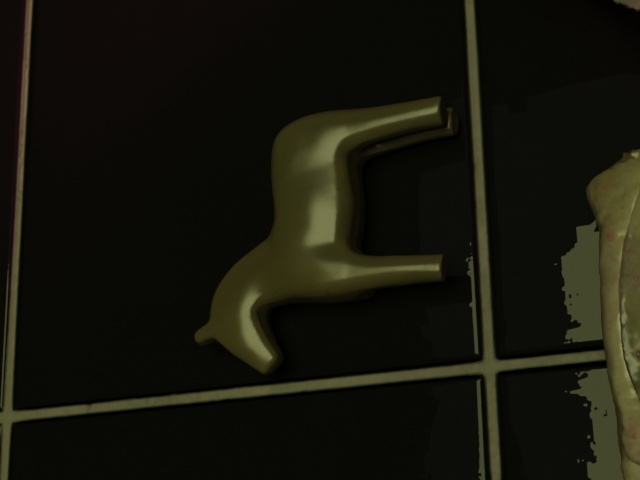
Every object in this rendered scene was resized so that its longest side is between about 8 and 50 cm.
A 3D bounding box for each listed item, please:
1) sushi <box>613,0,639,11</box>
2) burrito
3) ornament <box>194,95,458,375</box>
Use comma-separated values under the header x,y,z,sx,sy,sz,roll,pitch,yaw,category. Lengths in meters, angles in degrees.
x,y,z,sx,sy,sz,roll,pitch,yaw,category
0.382,-0.232,0.900,0.296,0.100,0.373,-47,23,7,sushi
0.277,0.073,0.921,0.143,0.105,0.299,-16,70,33,burrito
0.000,0.000,1.106,0.245,0.061,0.230,-7,74,24,ornament
